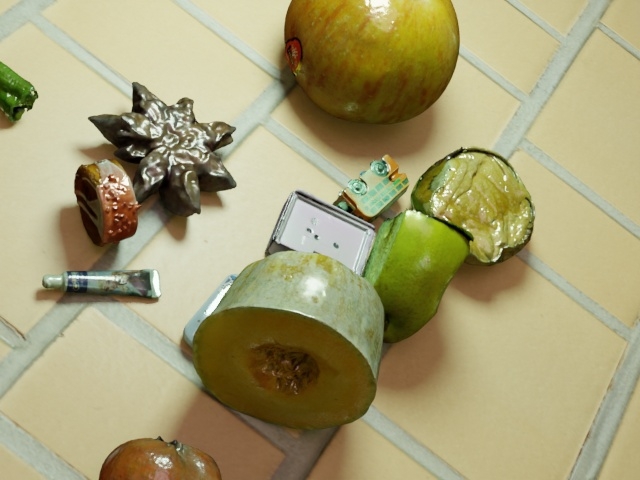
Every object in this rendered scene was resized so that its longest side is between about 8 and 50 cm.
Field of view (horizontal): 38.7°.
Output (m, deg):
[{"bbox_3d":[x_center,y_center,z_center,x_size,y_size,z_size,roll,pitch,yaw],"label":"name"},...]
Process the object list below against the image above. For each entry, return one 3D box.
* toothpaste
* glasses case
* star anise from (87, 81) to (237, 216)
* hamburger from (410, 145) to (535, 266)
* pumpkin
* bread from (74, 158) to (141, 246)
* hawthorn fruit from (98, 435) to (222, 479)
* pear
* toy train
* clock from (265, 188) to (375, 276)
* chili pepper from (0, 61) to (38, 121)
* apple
[{"bbox_3d":[-0.398,0.076,1.668,0.216,0.037,0.061,3,61,-27],"label":"toothpaste"},{"bbox_3d":[-0.189,0.135,1.716,0.067,0.045,0.178,38,55,0],"label":"glasses case"},{"bbox_3d":[-0.311,-0.179,1.799,0.315,0.108,0.315,14,60,-25],"label":"star anise"},{"bbox_3d":[0.339,-0.071,2.003,0.285,0.134,0.265,-29,84,-27],"label":"hamburger"},{"bbox_3d":[-0.047,0.167,1.612,0.332,0.332,0.199,26,43,-8],"label":"pumpkin"},{"bbox_3d":[-0.393,-0.068,1.677,0.073,0.160,0.160,-13,69,-32],"label":"bread"},{"bbox_3d":[-0.263,0.439,1.446,0.200,0.199,0.251,13,73,-16],"label":"hawthorn fruit"},{"bbox_3d":[0.173,0.077,1.785,0.159,0.292,0.292,26,56,-4],"label":"pear"},{"bbox_3d":[0.107,-0.101,1.957,0.099,0.072,0.188,48,55,0],"label":"toy train"},{"bbox_3d":[0.001,-0.001,1.854,0.193,0.073,0.144,26,56,-8],"label":"clock"},{"bbox_3d":[-0.692,-0.371,1.769,0.359,0.085,0.076,41,17,8],"label":"chili pepper"},{"bbox_3d":[0.118,-0.452,1.993,0.401,0.333,0.400,10,61,-18],"label":"apple"}]
